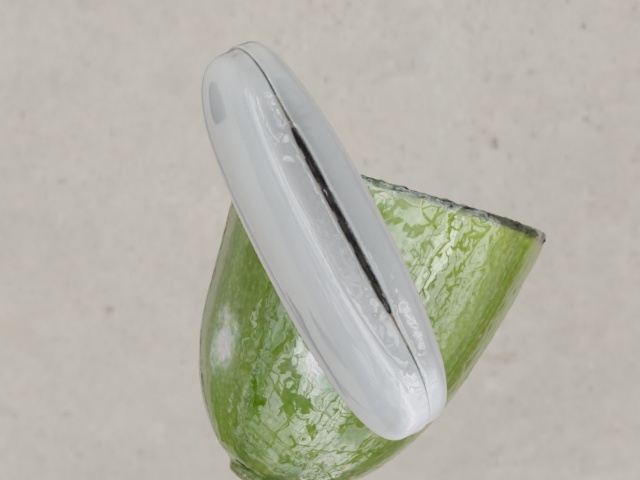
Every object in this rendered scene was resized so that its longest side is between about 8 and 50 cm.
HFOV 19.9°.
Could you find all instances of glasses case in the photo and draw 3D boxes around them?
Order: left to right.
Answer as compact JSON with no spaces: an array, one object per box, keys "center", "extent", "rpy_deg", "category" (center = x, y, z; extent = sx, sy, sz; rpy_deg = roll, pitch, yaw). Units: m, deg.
[{"center":[0.000,0.000,0.841],"extent":[0.049,0.197,0.076],"rpy_deg":[-25,172,-20],"category":"glasses case"}]

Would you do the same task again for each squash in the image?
[{"center":[0.030,0.099,1.723],"extent":[0.310,0.309,0.310],"rpy_deg":[15,177,1],"category":"squash"}]
